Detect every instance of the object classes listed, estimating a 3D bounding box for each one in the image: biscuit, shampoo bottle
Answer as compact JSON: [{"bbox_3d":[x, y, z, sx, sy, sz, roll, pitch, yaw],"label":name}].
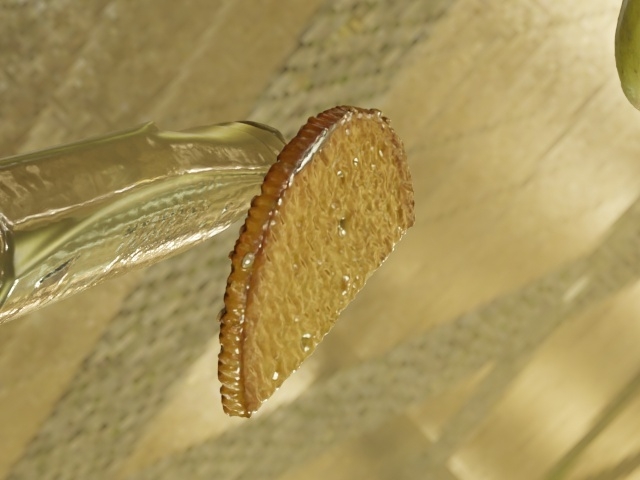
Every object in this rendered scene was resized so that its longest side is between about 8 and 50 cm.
[{"bbox_3d":[-0.004,-0.005,1.053,0.206,0.025,0.126,-49,142,-46],"label":"biscuit"},{"bbox_3d":[-0.126,-0.020,1.207,0.125,0.084,0.350,-38,173,30],"label":"shampoo bottle"}]

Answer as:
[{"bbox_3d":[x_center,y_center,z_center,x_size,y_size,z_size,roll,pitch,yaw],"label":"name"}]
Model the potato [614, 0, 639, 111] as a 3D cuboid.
[{"bbox_3d":[0.195,-0.115,0.776,0.188,0.085,0.105,-35,157,6],"label":"potato"}]
